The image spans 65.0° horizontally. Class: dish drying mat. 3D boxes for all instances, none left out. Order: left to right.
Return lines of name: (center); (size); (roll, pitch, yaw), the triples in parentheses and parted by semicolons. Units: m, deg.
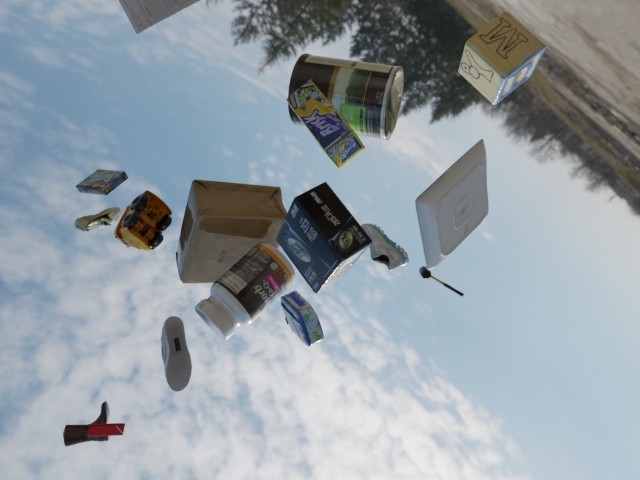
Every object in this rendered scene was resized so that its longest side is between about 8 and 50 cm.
dish drying mat: (-0.526, 0.466, 1.236); (0.083, 0.032, 0.008); (11, -177, -34)

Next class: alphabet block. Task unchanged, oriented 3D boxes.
alphabet block: (0.639, -0.646, 1.792); (0.197, 0.193, 0.192); (51, 174, 15)

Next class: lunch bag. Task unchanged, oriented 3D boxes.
lunch bag: (-0.078, 0.303, 1.991); (0.090, 0.175, 0.219); (-24, -154, -18)

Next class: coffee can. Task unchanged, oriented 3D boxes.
coffee can: (0.074, -0.402, 1.404); (0.276, 0.201, 0.201); (13, -158, 16)

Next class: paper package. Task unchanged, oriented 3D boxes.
paper package: (-0.290, -0.018, 1.639); (0.310, 0.324, 0.168); (1, -135, -25)

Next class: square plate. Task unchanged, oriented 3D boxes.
square plate: (0.462, -0.107, 1.681); (0.049, 0.347, 0.343); (32, 154, 40)

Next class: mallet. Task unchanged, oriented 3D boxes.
mallet: (0.449, 0.154, 1.874); (0.190, 0.039, 0.062); (29, -169, -13)

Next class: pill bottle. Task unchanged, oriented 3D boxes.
pill bottle: (-0.217, 0.146, 1.462); (0.162, 0.162, 0.278); (44, -113, 4)

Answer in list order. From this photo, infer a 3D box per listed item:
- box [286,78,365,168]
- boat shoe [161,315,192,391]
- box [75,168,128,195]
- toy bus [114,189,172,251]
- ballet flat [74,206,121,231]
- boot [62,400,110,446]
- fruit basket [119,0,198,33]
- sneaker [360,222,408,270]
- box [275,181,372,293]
box: (0.006, -0.202, 0.862); (0.054, 0.059, 0.168); (42, -167, -51)
boat shoe: (-0.508, 0.397, 1.762); (0.095, 0.084, 0.257); (3, -107, -28)
box: (-0.660, -0.177, 1.517); (0.094, 0.137, 0.027); (-52, -43, -37)
toy bus: (-0.684, -0.047, 1.854); (0.149, 0.212, 0.220); (49, -148, -34)
ballet flat: (-0.667, -0.058, 1.534); (0.052, 0.057, 0.168); (27, -150, 19)
boot: (-0.598, 0.466, 1.277); (0.114, 0.106, 0.037); (-2, 177, -8)
fruit basket: (-0.403, -0.757, 1.358); (0.326, 0.353, 0.165); (59, -176, 11)
sneaker: (0.170, 0.019, 1.501); (0.083, 0.071, 0.191); (-31, -125, -28)
box: (0.000, 0.000, 0.973); (0.078, 0.180, 0.147); (-30, -103, -28)
